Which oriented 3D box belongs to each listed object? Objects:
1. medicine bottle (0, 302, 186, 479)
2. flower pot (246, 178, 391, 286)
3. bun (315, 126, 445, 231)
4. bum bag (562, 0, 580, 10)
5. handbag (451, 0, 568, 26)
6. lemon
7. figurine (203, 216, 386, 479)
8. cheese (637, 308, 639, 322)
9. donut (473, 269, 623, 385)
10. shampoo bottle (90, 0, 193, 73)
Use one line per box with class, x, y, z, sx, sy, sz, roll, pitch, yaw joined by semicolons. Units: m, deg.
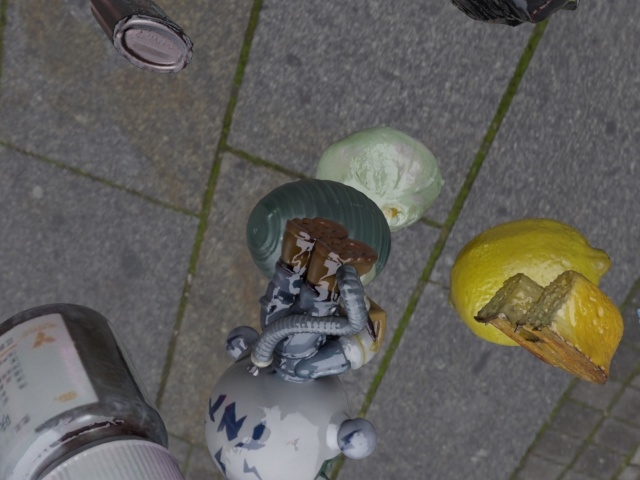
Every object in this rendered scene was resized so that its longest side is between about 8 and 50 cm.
medicine bottle;-0.236;0.200;0.919;0.165;0.273;0.165;-17;132;-20
flower pot;0.000;0.000;1.475;0.243;0.157;0.189;6;136;-36
bun;0.122;-0.101;2.010;0.283;0.179;0.283;5;146;3
bum bag;0.426;-0.463;1.706;0.060;0.232;0.106;-24;94;28
handbag;0.236;-0.343;1.095;0.155;0.215;0.169;40;92;-19
lemon;0.396;0.076;1.801;0.320;0.245;0.245;-16;118;19
figurine;-0.031;0.162;1.164;0.186;0.261;0.381;6;113;-32
cheese;0.394;0.108;1.021;0.111;0.047;0.017;35;142;14
donut;0.317;0.118;1.228;0.152;0.101;0.259;37;170;-8
shampoo bottle;-0.296;-0.347;1.492;0.129;0.323;0.084;14;108;-28
